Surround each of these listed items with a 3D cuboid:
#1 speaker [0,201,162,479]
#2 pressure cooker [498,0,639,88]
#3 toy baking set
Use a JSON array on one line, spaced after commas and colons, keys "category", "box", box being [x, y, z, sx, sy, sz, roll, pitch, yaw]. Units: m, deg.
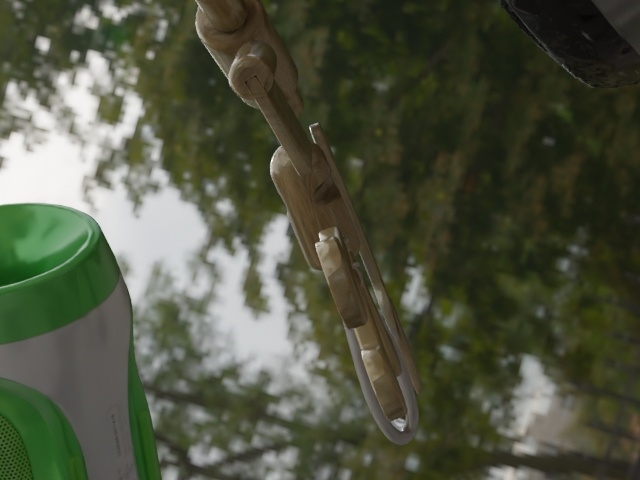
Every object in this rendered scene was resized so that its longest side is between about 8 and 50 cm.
[{"category": "speaker", "box": [-0.142, 0.136, 0.846, 0.131, 0.131, 0.296, -52, -39, -57]}, {"category": "pressure cooker", "box": [0.229, -0.339, 0.930, 0.370, 0.420, 0.375, 44, -159, -38]}, {"category": "toy baking set", "box": [-0.002, -0.007, 0.722, 0.256, 0.030, 0.197, 49, -159, -77]}]
